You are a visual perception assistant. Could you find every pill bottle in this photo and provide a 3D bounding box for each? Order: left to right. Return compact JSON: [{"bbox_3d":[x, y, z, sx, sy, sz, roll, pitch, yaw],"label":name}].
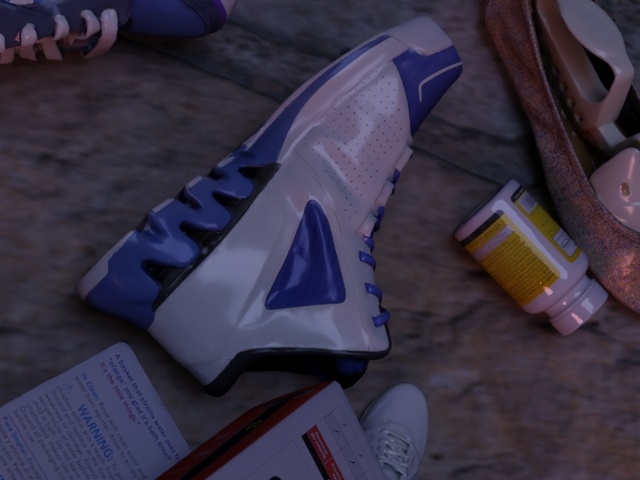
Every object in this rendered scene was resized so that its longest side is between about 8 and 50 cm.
[{"bbox_3d":[0.162,0.015,1.133,0.116,0.065,0.065,47,61,0],"label":"pill bottle"}]

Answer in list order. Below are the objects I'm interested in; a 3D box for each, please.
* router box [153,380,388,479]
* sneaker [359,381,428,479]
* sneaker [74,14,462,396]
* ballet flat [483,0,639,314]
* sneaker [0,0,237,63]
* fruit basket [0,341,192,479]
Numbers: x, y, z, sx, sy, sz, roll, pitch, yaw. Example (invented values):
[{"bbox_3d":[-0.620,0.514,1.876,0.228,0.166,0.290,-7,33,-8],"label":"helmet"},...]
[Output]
[{"bbox_3d":[-0.019,0.290,0.847,0.301,0.082,0.335,-30,95,-54],"label":"router box"},{"bbox_3d":[0.045,0.164,1.034,0.054,0.061,0.152,29,61,-8],"label":"sneaker"},{"bbox_3d":[-0.001,0.001,1.051,0.315,0.127,0.182,-42,93,-22],"label":"sneaker"},{"bbox_3d":[0.222,-0.089,1.173,0.107,0.106,0.316,-22,81,-27],"label":"ballet flat"},{"bbox_3d":[-0.231,-0.129,1.006,0.323,0.130,0.236,19,74,-20],"label":"sneaker"},{"bbox_3d":[-0.170,0.271,0.878,0.353,0.165,0.327,-29,85,-45],"label":"fruit basket"}]
